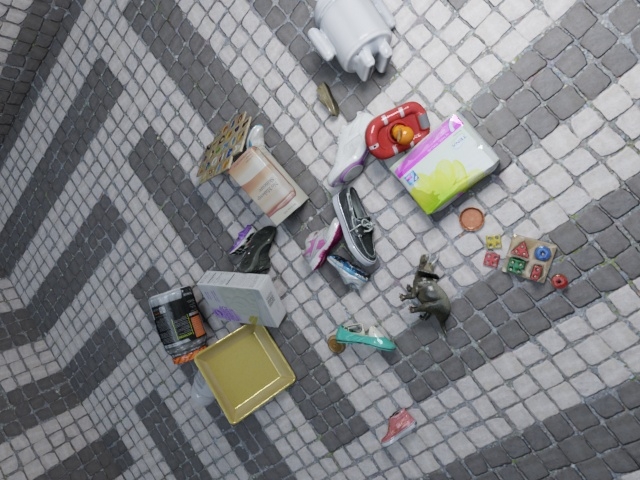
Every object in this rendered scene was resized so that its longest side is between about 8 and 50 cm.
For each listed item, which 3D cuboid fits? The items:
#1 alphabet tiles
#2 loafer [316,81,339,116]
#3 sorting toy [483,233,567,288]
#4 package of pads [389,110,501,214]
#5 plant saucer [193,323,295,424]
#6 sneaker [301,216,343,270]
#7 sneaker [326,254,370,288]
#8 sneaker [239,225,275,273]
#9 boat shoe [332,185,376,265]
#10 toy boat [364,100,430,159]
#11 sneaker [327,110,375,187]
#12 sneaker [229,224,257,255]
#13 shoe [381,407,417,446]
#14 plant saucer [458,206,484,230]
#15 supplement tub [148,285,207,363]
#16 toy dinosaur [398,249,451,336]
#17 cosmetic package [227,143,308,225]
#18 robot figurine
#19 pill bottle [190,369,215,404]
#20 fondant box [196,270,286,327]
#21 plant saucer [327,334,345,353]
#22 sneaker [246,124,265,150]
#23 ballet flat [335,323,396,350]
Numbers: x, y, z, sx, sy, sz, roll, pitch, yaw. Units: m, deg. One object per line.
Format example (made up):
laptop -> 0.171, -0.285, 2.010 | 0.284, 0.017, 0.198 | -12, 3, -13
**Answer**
alphabet tiles -> -0.408, -0.384, 1.701 | 0.343, 0.011, 0.284 | -15, 56, 43
loafer -> 0.027, -0.534, 1.561 | 0.050, 0.056, 0.147 | -27, 75, 28
sorting toy -> 0.671, 0.058, 1.333 | 0.275, 0.046, 0.132 | 18, 105, 23
package of pads -> 0.420, -0.252, 1.380 | 0.297, 0.101, 0.229 | -42, 78, 25
plant saucer -> -0.333, 0.566, 1.794 | 0.332, 0.333, 0.081 | 57, 153, 8
sneaker -> 0.000, 0.000, 1.623 | 0.111, 0.103, 0.252 | 40, 112, 14
sneaker -> 0.097, 0.128, 1.615 | 0.191, 0.071, 0.082 | 34, 116, 18
sneaker -> -0.252, 0.048, 1.773 | 0.087, 0.130, 0.227 | 20, 78, 27
boat shoe -> 0.152, -0.057, 1.535 | 0.105, 0.113, 0.305 | -29, 75, 41
toy boat -> 0.266, -0.360, 1.370 | 0.231, 0.151, 0.150 | -25, 116, 4
sneaker -> 0.111, -0.339, 1.530 | 0.152, 0.114, 0.305 | 44, 108, 27
sneaker -> -0.350, -0.001, 1.829 | 0.170, 0.068, 0.071 | -47, 61, 15
shoe -> 0.290, 0.738, 1.614 | 0.178, 0.063, 0.081 | -44, 76, 19
plant saucer -> 0.521, -0.075, 1.405 | 0.084, 0.013, 0.083 | 4, 100, 26
supplement tub -> -0.674, 0.402, 1.956 | 0.207, 0.207, 0.337 | -19, 88, 27
toy dinosaur -> 0.390, 0.207, 1.454 | 0.160, 0.121, 0.313 | -30, 79, 40
cosmetic package -> -0.208, -0.223, 1.633 | 0.153, 0.129, 0.296 | -41, 96, 23
robot figurine -> 0.109, -0.732, 1.406 | 0.300, 0.200, 0.353 | -28, 83, -10
pill bottle -> -0.499, 0.634, 1.929 | 0.160, 0.160, 0.282 | 39, 113, 16
fondant box -> -0.341, 0.253, 1.773 | 0.331, 0.096, 0.238 | 2, 130, 27
plant saucer -> 0.064, 0.437, 1.704 | 0.084, 0.015, 0.083 | 4, 100, 26
sneaker -> -0.261, -0.370, 1.714 | 0.093, 0.087, 0.228 | 19, 113, 16
ballet flat -> 0.176, 0.375, 1.607 | 0.248, 0.083, 0.087 | 3, 85, 24
